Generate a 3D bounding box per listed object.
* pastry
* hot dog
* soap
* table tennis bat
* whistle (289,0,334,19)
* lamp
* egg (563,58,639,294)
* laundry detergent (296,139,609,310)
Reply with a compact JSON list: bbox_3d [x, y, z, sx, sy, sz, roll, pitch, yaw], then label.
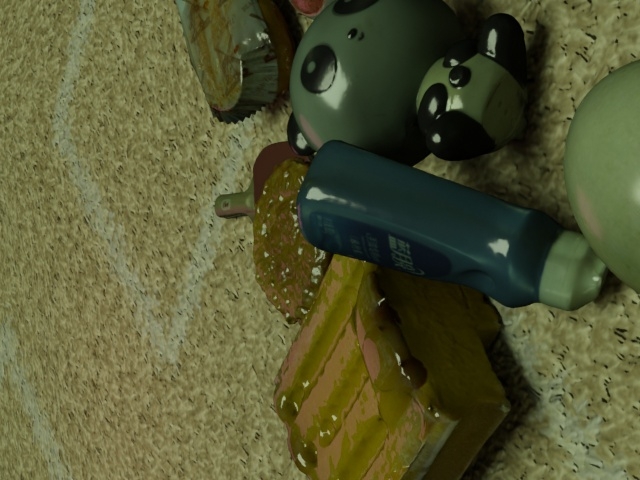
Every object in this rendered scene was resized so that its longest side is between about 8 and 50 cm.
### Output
[{"bbox_3d":[0.000,0.000,1.751,0.188,0.103,0.189,1,91,61],"label":"pastry"},{"bbox_3d":[-0.110,-0.268,1.937,0.162,0.081,0.270,-46,53,41],"label":"hot dog"},{"bbox_3d":[0.067,0.160,1.609,0.281,0.143,0.259,-61,38,41],"label":"soap"},{"bbox_3d":[-0.065,-0.050,1.952,0.246,0.022,0.138,-4,88,58],"label":"table tennis bat"},{"bbox_3d":[0.028,-0.253,1.689,0.123,0.123,0.223,-38,74,55],"label":"whistle"},{"bbox_3d":[0.082,-0.152,1.533,0.244,0.197,0.198,16,106,44],"label":"lamp"},{"bbox_3d":[0.285,-0.040,1.168,0.253,0.186,0.187,48,132,43],"label":"egg"},{"bbox_3d":[0.124,0.001,1.441,0.289,0.094,0.143,20,157,21],"label":"laundry detergent"}]
